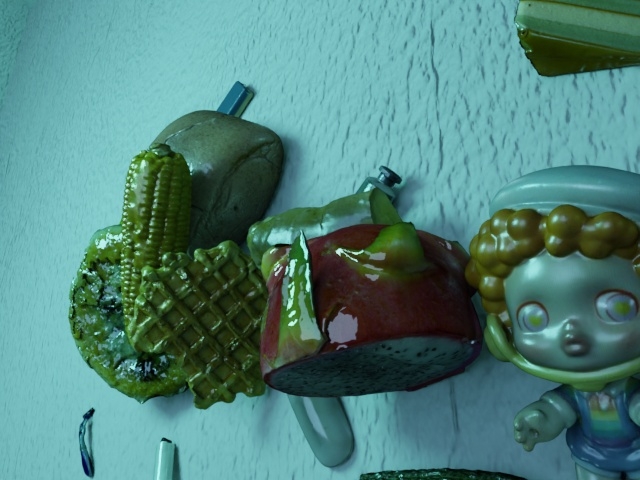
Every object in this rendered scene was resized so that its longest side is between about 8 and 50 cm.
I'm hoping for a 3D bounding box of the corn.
[{"bbox_3d":[-0.287,0.014,0.953,0.121,0.121,0.362,7,95,44],"label":"corn"}]

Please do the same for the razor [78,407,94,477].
[{"bbox_3d":[-0.531,0.458,1.237,0.044,0.028,0.154,-39,50,24],"label":"razor"}]

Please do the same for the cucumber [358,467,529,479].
[{"bbox_3d":[0.153,0.306,0.645,0.265,0.077,0.077,-19,60,34],"label":"cucumber"}]

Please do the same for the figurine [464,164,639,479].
[{"bbox_3d":[0.270,0.116,0.559,0.225,0.205,0.381,5,95,40],"label":"figurine"}]

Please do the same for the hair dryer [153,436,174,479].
[{"bbox_3d":[-0.295,0.474,0.980,0.131,0.073,0.236,-47,38,37],"label":"hair dryer"}]

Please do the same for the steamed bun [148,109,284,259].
[{"bbox_3d":[-0.238,-0.123,1.095,0.252,0.199,0.301,30,93,45],"label":"steamed bun"}]

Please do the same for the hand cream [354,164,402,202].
[{"bbox_3d":[0.045,-0.007,0.897,0.088,0.055,0.256,49,114,35],"label":"hand cream"}]

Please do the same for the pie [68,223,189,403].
[{"bbox_3d":[-0.364,0.145,1.080,0.296,0.078,0.371,-40,78,16],"label":"pie"}]

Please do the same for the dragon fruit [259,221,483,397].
[{"bbox_3d":[0.061,0.080,0.686,0.291,0.291,0.189,-23,58,34],"label":"dragon fruit"}]

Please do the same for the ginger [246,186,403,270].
[{"bbox_3d":[0.000,0.000,0.834,0.263,0.109,0.116,-14,32,32],"label":"ginger"}]

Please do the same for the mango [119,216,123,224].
[{"bbox_3d":[-0.417,0.048,1.227,0.175,0.143,0.292,12,78,24],"label":"mango"}]

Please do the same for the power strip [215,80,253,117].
[{"bbox_3d":[-0.204,-0.305,1.260,0.123,0.032,0.056,-53,46,11],"label":"power strip"}]

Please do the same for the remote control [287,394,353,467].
[{"bbox_3d":[-0.024,0.233,0.838,0.073,0.044,0.229,-40,60,21],"label":"remote control"}]

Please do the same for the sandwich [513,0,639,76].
[{"bbox_3d":[0.343,-0.272,0.683,0.163,0.113,0.079,8,78,44],"label":"sandwich"}]

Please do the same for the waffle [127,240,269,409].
[{"bbox_3d":[-0.180,0.138,0.904,0.051,0.291,0.290,176,114,-75],"label":"waffle"}]
